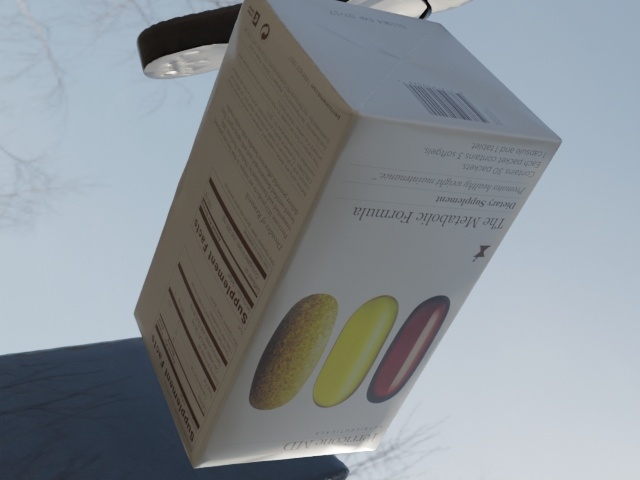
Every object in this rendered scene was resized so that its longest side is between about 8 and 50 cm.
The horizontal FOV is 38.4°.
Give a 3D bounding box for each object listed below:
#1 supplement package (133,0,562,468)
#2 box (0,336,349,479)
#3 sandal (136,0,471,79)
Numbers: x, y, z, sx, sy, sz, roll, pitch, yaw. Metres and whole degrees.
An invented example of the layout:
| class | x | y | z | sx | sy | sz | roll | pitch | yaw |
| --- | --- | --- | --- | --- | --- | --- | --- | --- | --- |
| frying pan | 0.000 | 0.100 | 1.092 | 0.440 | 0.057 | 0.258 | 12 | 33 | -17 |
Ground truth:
| class | x | y | z | sx | sy | sz | roll | pitch | yaw |
| --- | --- | --- | --- | --- | --- | --- | --- | --- | --- |
| supplement package | 0.000 | 0.000 | 0.540 | 0.134 | 0.139 | 0.244 | 58 | -46 | 42 |
| box | -0.293 | 0.379 | 0.956 | 0.297 | 0.480 | 0.471 | 35 | -69 | 31 |
| sandal | -0.003 | -0.150 | 0.671 | 0.097 | 0.254 | 0.054 | 36 | 39 | -86 |
